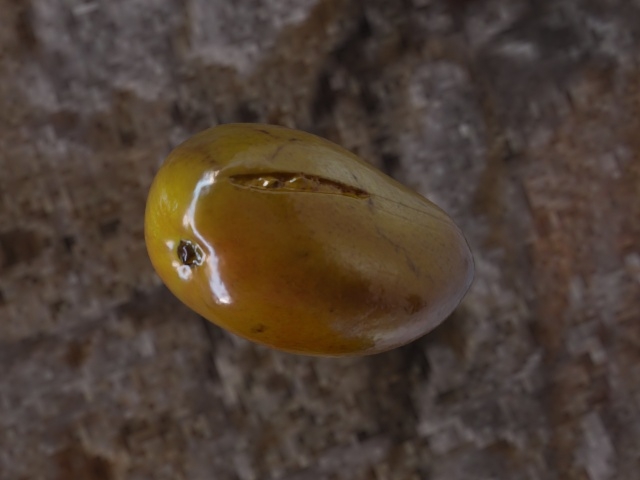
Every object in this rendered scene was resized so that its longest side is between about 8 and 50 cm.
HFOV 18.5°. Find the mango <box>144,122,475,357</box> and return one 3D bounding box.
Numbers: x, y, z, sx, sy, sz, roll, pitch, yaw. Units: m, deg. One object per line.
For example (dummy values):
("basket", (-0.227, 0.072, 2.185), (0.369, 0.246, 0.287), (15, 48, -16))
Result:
("mango", (0.000, 0.000, 0.476), (0.046, 0.089, 0.060), (-55, 41, 39))
